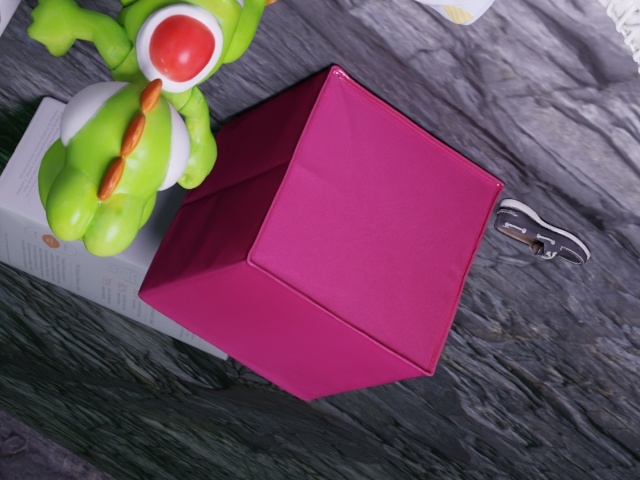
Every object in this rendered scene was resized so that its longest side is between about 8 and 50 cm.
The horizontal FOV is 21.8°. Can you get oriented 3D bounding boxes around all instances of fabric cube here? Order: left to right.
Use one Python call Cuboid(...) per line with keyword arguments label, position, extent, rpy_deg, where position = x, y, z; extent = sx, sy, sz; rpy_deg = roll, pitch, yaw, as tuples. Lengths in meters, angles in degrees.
Cuboid(label="fabric cube", position=(0.000, 0.000, 1.845), extent=(0.254, 0.259, 0.258), rpy_deg=(34, 154, -20))

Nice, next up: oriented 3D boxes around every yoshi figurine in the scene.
Cuboid(label="yoshi figurine", position=(-0.169, -0.142, 1.551), extent=(0.204, 0.362, 0.203), rpy_deg=(14, 156, 22))

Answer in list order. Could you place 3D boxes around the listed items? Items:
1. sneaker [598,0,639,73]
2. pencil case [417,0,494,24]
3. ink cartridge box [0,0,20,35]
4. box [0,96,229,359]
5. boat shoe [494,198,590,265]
Cuboid(label="sneaker", position=(0.285, -0.173, 1.358), extent=(0.232, 0.115, 0.090), rpy_deg=(30, 157, -15))
Cuboid(label="pencil case", position=(0.032, -0.276, 1.348), extent=(0.273, 0.113, 0.124), rpy_deg=(22, 118, -14))
Cuboid(label="ink cartridge box", position=(-0.459, -0.234, 1.589), extent=(0.285, 0.395, 0.166), rpy_deg=(10, 154, 31))
Cuboid(label="box", position=(-0.236, -0.011, 2.165), extent=(0.345, 0.168, 0.215), rpy_deg=(24, 157, 1))
Cuboid(label="boat shoe", position=(0.250, -0.001, 1.880), extent=(0.125, 0.038, 0.046), rpy_deg=(33, 156, -21))
